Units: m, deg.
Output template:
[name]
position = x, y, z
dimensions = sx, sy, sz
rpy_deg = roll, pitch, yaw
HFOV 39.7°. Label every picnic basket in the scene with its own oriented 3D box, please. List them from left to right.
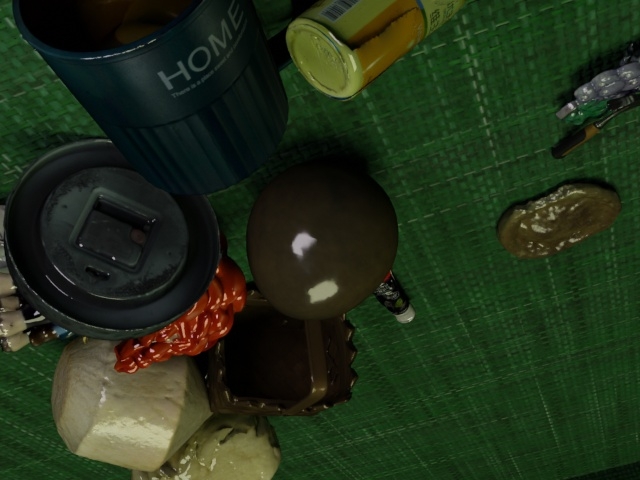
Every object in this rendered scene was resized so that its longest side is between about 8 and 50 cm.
[picnic basket]
position = -0.065, 0.212, 1.717
dimensions = 0.291, 0.254, 0.321
rpy_deg = 4, 155, -21

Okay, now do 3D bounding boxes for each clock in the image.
[clock]
position = -0.299, -0.003, 1.285
dimensions = 0.313, 0.312, 0.061
rpy_deg = 6, 152, -23

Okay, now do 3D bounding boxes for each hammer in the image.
[hammer]
position = 0.443, -0.183, 1.434
dimensions = 0.078, 0.021, 0.201
rpy_deg = -6, 161, -30

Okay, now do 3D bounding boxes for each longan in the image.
[longan]
position = 0.000, 0.000, 1.418
dimensions = 0.258, 0.258, 0.258
rpy_deg = -7, 147, -5

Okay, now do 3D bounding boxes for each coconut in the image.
[coconut]
position = -0.357, 0.308, 1.749
dimensions = 0.329, 0.328, 0.328
rpy_deg = -7, 147, -5

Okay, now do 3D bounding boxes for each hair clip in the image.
[hair clip]
position = 0.445, -0.240, 1.374
dimensions = 0.124, 0.052, 0.195
rpy_deg = 1, 153, -27

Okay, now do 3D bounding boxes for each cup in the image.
[cup]
position = -0.168, -0.243, 1.064
dimensions = 0.242, 0.307, 0.292
rpy_deg = 14, 155, 23

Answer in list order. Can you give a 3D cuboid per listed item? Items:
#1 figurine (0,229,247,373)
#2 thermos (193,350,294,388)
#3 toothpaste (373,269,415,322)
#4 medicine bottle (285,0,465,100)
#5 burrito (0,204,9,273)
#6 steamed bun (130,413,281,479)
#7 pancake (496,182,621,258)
[figurine]
position = -0.335, 0.086, 1.452
dimensions = 0.412, 0.241, 0.306
rpy_deg = 8, 133, -39
[thermos]
position = -0.111, 0.276, 1.938
dimensions = 0.330, 0.109, 0.136
rpy_deg = 11, 134, -30
[toothpaste]
position = 0.138, 0.106, 1.813
dimensions = 0.071, 0.045, 0.193
rpy_deg = -21, 140, 15
[medicine bottle]
position = 0.079, -0.277, 1.063
dimensions = 0.239, 0.124, 0.124
rpy_deg = -41, 153, -20
[burrito]
position = -0.628, 0.074, 1.494
dimensions = 0.139, 0.101, 0.445
rpy_deg = 15, 140, -40
[steamed bun]
position = -0.287, 0.520, 2.131
dimensions = 0.372, 0.230, 0.324
rpy_deg = -35, 127, -17
[pancake]
position = 0.455, -0.033, 1.685
dimensions = 0.236, 0.042, 0.222
rpy_deg = -14, 145, 5
